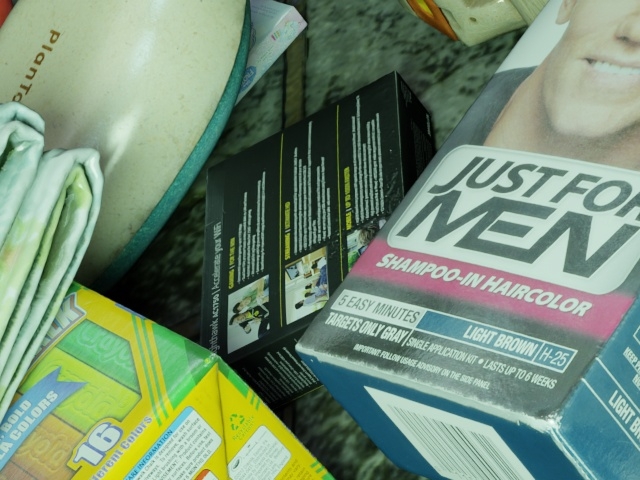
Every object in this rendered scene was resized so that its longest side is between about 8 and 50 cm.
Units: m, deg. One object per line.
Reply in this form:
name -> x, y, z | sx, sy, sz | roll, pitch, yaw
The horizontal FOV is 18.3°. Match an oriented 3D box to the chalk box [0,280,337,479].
chalk box -> -0.113, 0.113, 0.996 | 0.132, 0.132, 0.213 | -51, 36, -15

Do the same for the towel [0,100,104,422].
towel -> -0.297, 0.097, 1.013 | 0.374, 0.090, 0.320 | -15, 39, 39

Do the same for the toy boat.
toy boat -> -0.158, -0.104, 1.274 | 0.318, 0.148, 0.267 | 35, 93, 48

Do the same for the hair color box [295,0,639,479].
hair color box -> 0.161, -0.039, 0.930 | 0.174, 0.105, 0.347 | 13, 60, 49

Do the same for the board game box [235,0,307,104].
board game box -> -0.065, -0.124, 1.316 | 0.090, 0.020, 0.090 | -50, 35, -10

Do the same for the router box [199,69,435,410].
router box -> 0.000, 0.000, 1.091 | 0.133, 0.046, 0.179 | -26, 36, 21

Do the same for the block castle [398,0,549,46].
block castle -> 0.098, -0.322, 1.213 | 0.303, 0.213, 0.453 | -42, 34, -2
